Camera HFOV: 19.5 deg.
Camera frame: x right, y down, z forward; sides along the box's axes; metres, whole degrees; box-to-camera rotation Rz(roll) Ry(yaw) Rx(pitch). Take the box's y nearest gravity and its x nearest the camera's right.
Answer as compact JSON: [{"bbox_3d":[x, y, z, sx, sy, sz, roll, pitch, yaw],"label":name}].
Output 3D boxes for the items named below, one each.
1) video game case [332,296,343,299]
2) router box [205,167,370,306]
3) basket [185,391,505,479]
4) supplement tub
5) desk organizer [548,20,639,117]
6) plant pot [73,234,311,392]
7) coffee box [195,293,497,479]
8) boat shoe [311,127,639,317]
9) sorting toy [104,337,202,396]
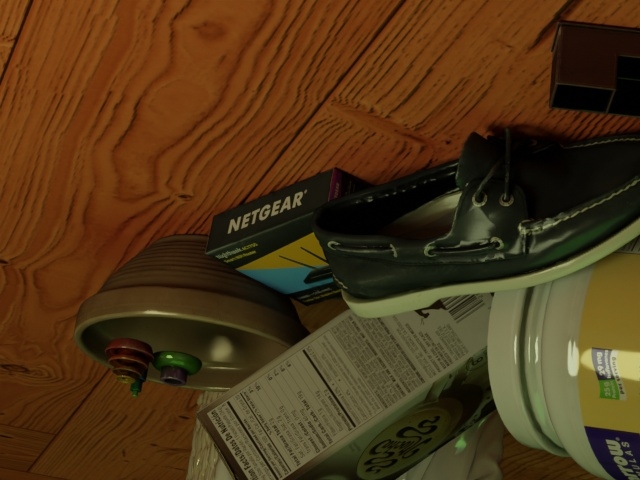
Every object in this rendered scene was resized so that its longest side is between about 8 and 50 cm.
[{"bbox_3d":[0.018,0.031,1.862,0.087,0.011,0.122,-7,154,30],"label":"video game case"},{"bbox_3d":[0.000,0.000,1.728,0.133,0.046,0.179,28,149,-32],"label":"router box"},{"bbox_3d":[0.014,0.318,2.174,0.331,0.328,0.266,11,162,-12],"label":"basket"},{"bbox_3d":[0.329,0.090,1.520,0.331,0.241,0.241,4,161,37],"label":"supplement tub"},{"bbox_3d":[0.233,-0.121,1.361,0.130,0.050,0.047,6,159,2],"label":"desk organizer"},{"bbox_3d":[-0.120,0.066,1.859,0.237,0.110,0.237,6,158,3],"label":"plant pot"},{"bbox_3d":[0.048,0.153,1.804,0.297,0.119,0.168,-35,154,-1],"label":"coffee box"},{"bbox_3d":[0.133,-0.034,1.530,0.340,0.127,0.113,-15,123,40],"label":"boat shoe"},{"bbox_3d":[-0.168,0.129,1.827,0.102,0.042,0.061,19,156,-28],"label":"sorting toy"}]
